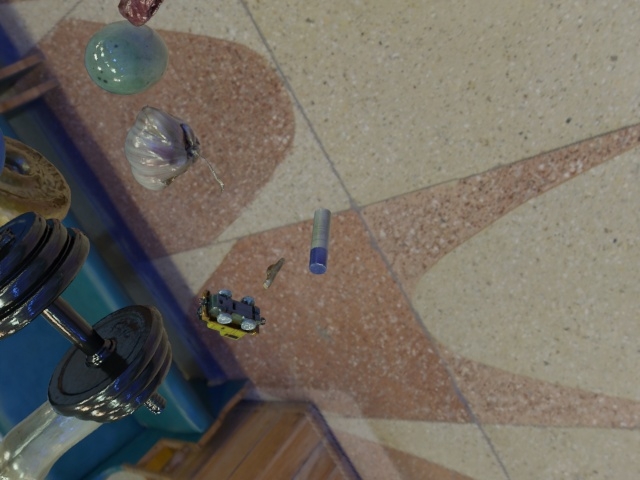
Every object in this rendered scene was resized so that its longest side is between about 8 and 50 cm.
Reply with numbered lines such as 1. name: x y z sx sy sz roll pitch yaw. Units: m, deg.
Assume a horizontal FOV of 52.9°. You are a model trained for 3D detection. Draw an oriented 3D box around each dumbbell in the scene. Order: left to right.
1. dumbbell: -0.174 0.055 0.442 0.099 0.099 0.209 -4 133 41

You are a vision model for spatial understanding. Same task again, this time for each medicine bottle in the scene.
1. medicine bottle: 0.000 0.000 2.032 0.059 0.231 0.059 3 140 3

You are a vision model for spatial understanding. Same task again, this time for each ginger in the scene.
1. ginger: -0.126 0.083 1.678 0.030 0.097 0.048 35 158 -12

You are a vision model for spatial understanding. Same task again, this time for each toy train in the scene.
1. toy train: -0.249 0.203 1.733 0.219 0.089 0.127 23 135 -36

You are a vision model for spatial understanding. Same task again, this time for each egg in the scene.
1. egg: -0.454 -0.432 1.524 0.169 0.236 0.169 5 112 13

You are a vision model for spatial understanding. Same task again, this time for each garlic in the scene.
1. garlic: -0.349 -0.219 1.582 0.256 0.207 0.207 22 146 -23

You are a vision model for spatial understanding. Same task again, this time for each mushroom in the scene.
1. mushroom: -0.309 0.226 0.758 0.084 0.209 0.071 46 174 11

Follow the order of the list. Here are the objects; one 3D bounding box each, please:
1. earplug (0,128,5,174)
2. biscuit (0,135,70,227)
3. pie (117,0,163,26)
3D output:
1. earplug: -0.593 -0.132 0.907 0.272 0.132 0.133 6 127 25
2. biscuit: -0.638 -0.130 1.368 0.274 0.213 0.091 47 110 25
3. pie: -0.190 -0.323 0.741 0.038 0.154 0.153 23 151 -33
